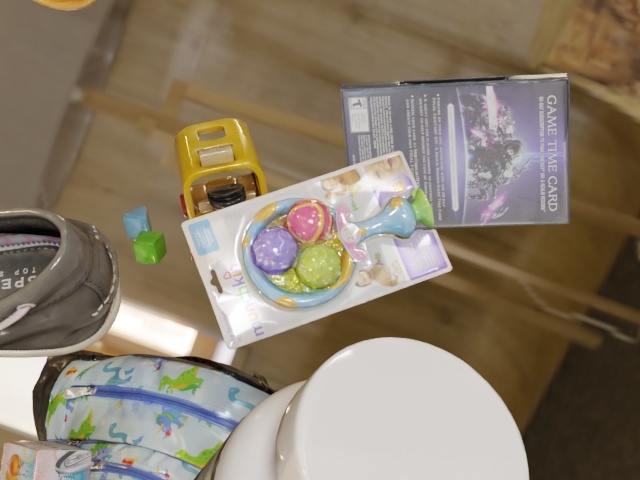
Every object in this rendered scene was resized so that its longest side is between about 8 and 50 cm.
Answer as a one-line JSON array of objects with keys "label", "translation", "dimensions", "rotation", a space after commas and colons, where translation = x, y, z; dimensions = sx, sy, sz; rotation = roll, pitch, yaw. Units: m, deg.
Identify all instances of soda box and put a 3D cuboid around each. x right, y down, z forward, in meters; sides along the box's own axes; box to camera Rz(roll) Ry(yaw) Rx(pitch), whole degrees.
[{"label": "soda box", "translation": [-0.256, 0.275, 1.225], "dimensions": [0.058, 0.063, 0.183], "rotation": [5, 88, 46]}]

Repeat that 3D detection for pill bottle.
[{"label": "pill bottle", "translation": [-0.003, 0.231, 1.036], "dimensions": [0.363, 0.210, 0.210], "rotation": [127, 163, -52]}]

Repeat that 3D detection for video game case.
[{"label": "video game case", "translation": [0.168, -0.106, 1.673], "dimensions": [0.026, 0.274, 0.196], "rotation": [-81, -13, -62]}]

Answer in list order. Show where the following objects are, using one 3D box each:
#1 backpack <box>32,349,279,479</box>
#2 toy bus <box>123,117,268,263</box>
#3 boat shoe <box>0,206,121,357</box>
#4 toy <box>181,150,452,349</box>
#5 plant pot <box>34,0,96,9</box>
[{"label": "backpack", "translation": [-0.155, 0.249, 1.585], "dimensions": [0.355, 0.290, 0.273], "rotation": [-18, 41, 40]}, {"label": "toy bus", "translation": [-0.104, -0.054, 1.460], "dimensions": [0.191, 0.202, 0.104], "rotation": [-42, -46, -42]}, {"label": "boat shoe", "translation": [-0.288, 0.033, 0.806], "dimensions": [0.095, 0.335, 0.112], "rotation": [77, -175, -68]}, {"label": "toy", "translation": [0.000, 0.000, 1.319], "dimensions": [0.056, 0.237, 0.137], "rotation": [115, 135, -69]}, {"label": "plant pot", "translation": [-0.192, -0.331, 1.161], "dimensions": [0.188, 0.205, 0.205], "rotation": [-44, -10, -36]}]
